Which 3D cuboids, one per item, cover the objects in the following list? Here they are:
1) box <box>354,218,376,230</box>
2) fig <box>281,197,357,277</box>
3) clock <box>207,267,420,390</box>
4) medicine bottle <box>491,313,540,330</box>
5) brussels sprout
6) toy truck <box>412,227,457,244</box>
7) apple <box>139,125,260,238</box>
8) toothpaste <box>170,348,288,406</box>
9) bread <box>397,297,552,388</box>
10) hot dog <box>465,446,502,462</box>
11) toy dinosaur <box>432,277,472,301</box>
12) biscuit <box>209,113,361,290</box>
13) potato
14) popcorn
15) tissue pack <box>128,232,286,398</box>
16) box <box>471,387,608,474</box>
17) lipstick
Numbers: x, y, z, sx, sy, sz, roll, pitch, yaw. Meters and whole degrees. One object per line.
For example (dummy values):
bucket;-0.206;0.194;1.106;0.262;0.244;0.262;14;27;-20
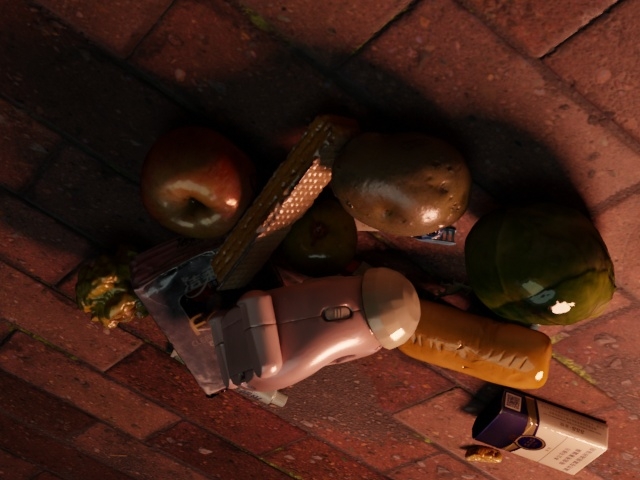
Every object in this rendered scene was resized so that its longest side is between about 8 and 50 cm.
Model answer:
box;0.094;-0.078;1.713;0.090;0.024;0.167;1;139;17
fig;0.001;0.011;1.762;0.148;0.142;0.186;-13;150;9
clock;-0.009;0.158;1.758;0.326;0.184;0.342;-13;177;-22
medicine bottle;0.350;0.169;1.883;0.124;0.079;0.258;23;142;-2
brussels sprout;0.383;0.045;1.630;0.271;0.210;0.219;20;150;-31
toy truck;0.204;-0.020;1.728;0.073;0.056;0.090;-14;146;39
apple;-0.209;-0.101;1.684;0.209;0.164;0.209;2;134;2
toothpaste;-0.217;0.322;2.304;0.297;0.048;0.075;26;144;-7
bread;0.282;0.200;1.824;0.305;0.091;0.142;15;133;16
hot dog;0.394;0.516;2.335;0.090;0.030;0.034;0;131;20
toy dinosaur;0.258;0.099;1.877;0.062;0.021;0.083;13;138;-14
biscuit;-0.065;-0.062;1.645;0.094;0.054;0.378;-3;139;-52
potato;0.131;-0.094;1.567;0.235;0.160;0.178;16;102;-17
popcorn;-0.409;0.099;1.983;0.197;0.197;0.155;-34;91;44
tissue pack;-0.193;0.128;1.920;0.259;0.122;0.361;-25;133;-2
box;0.489;0.429;2.160;0.259;0.071;0.168;19;142;-5
lipstick;0.142;0.099;1.896;0.312;0.051;0.051;30;143;-15
